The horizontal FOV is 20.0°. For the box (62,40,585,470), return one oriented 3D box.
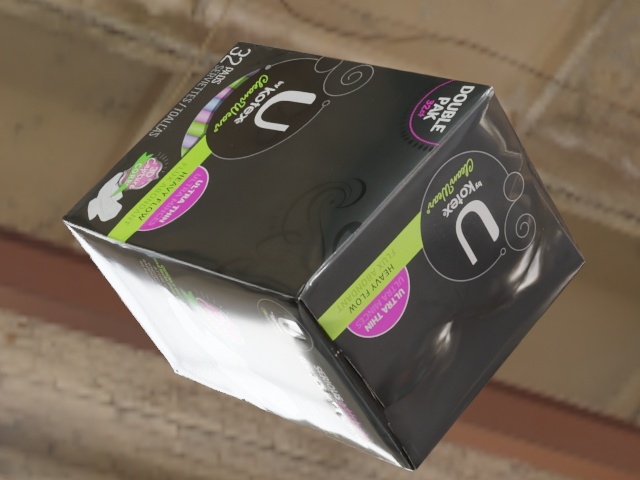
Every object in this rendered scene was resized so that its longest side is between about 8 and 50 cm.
[{"bbox_3d":[0.000,0.000,0.381,0.083,0.062,0.052,17,-32,48],"label":"box"}]
